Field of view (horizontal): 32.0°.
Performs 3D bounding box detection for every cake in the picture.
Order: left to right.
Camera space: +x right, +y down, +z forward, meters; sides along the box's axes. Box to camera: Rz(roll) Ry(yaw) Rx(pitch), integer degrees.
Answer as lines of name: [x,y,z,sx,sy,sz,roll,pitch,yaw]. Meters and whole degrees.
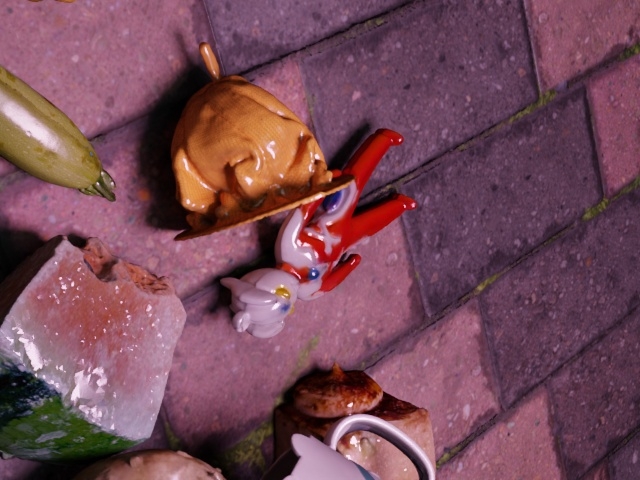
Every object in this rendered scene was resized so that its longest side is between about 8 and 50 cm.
cake: [0.057,0.327,1.653,0.196,0.198,0.293,-10,102,-36]

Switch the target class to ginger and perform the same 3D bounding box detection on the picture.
ginger: [-0.241,0.395,1.413,0.244,0.155,0.304,0,134,-23]

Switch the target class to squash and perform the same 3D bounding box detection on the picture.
squash: [-0.350,-0.137,1.296,0.341,0.094,0.095,44,70,-37]

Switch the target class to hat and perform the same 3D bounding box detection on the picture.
hat: [-0.107,-0.147,1.441,0.233,0.244,0.233,-27,100,-42]

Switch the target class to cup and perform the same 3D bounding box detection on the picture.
cup: [0.031,0.369,1.438,0.257,0.219,0.290,32,67,-5]

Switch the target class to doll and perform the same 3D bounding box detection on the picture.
doll: [0.000,0.000,1.607,0.384,0.099,0.188,-43,135,-28]

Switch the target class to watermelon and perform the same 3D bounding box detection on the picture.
watermelon: [-0.302,0.131,1.340,0.264,0.151,0.302,41,71,-37]

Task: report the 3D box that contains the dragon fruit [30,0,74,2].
dragon fruit: [-0.272,-0.396,1.218,0.269,0.250,0.291,22,106,-33]
